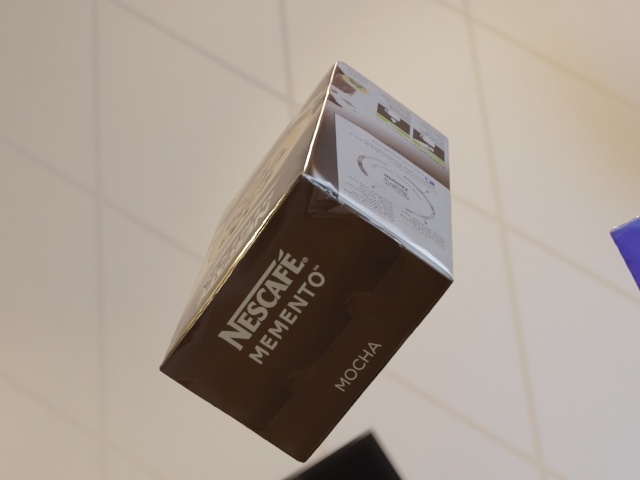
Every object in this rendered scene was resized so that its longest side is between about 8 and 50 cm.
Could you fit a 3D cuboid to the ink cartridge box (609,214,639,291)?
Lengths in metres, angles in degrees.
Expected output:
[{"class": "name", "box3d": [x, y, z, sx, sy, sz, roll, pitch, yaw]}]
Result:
[{"class": "ink cartridge box", "box3d": [0.283, 0.044, 0.685, 0.206, 0.208, 0.045, -26, -4, -12]}]

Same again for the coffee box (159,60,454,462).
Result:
[{"class": "coffee box", "box3d": [0.000, 0.000, 0.959, 0.168, 0.119, 0.297, -52, 9, 19]}]
